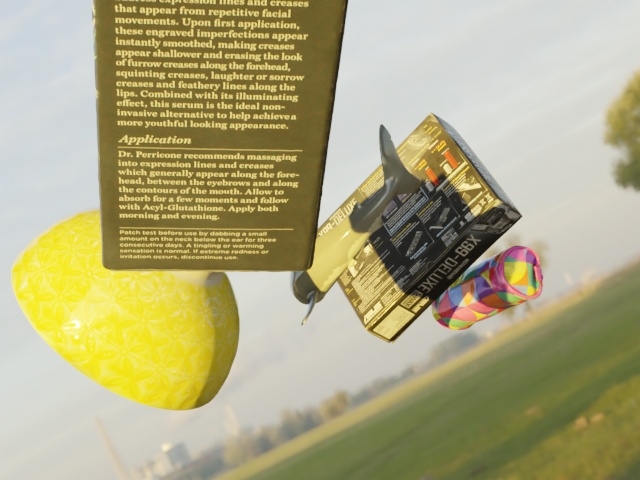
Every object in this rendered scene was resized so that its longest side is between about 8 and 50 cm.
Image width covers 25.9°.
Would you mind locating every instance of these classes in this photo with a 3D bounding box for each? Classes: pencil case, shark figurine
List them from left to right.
[{"bbox_3d":[0.007,-0.008,1.770,0.278,0.116,0.166,-52,0,33],"label":"shark figurine"},{"bbox_3d":[0.284,0.084,2.370,0.104,0.104,0.236,-23,-5,-31],"label":"pencil case"}]

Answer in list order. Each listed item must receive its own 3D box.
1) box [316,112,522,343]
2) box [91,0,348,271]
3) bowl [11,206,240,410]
[{"bbox_3d":[0.148,-0.022,2.279,0.307,0.242,0.076,-46,-45,15],"label":"box"},{"bbox_3d":[-0.102,-0.204,1.300,0.212,0.293,0.395,1,-42,-7],"label":"box"},{"bbox_3d":[-0.199,0.045,1.636,0.156,0.289,0.289,-52,-16,21],"label":"bowl"}]
